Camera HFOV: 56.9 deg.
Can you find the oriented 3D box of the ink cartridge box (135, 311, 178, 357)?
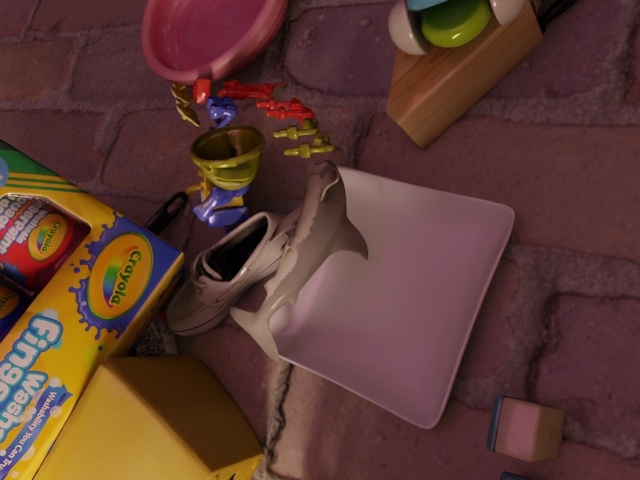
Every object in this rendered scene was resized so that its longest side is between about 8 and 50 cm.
[{"bbox_3d":[-0.270,0.135,0.948,0.029,0.063,0.115,-32,59,21],"label":"ink cartridge box"}]

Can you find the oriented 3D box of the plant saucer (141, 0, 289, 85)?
[{"bbox_3d":[-0.180,-0.423,1.068,0.333,0.084,0.331,-11,68,30],"label":"plant saucer"}]

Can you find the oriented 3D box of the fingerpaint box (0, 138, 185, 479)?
[{"bbox_3d":[-0.460,0.114,0.790,0.371,0.163,0.444,33,70,-1],"label":"fingerpaint box"}]

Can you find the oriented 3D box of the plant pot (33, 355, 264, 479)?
[{"bbox_3d":[-0.205,0.294,0.780,0.187,0.212,0.212,31,92,22],"label":"plant pot"}]

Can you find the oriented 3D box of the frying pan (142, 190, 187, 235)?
[{"bbox_3d":[-0.371,0.041,0.998,0.053,0.198,0.325,158,130,-72],"label":"frying pan"}]

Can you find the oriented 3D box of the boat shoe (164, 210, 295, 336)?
[{"bbox_3d":[-0.150,0.050,0.884,0.268,0.088,0.096,-34,59,18],"label":"boat shoe"}]

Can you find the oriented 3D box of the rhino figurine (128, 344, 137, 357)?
[{"bbox_3d":[-0.325,0.265,0.919,0.073,0.106,0.243,15,80,6],"label":"rhino figurine"}]

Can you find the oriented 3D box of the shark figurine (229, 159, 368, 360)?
[{"bbox_3d":[-0.003,0.020,0.746,0.278,0.116,0.166,-66,20,-13],"label":"shark figurine"}]

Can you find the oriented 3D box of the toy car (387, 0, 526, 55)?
[{"bbox_3d":[0.143,-0.318,0.683,0.159,0.136,0.181,-11,68,29],"label":"toy car"}]

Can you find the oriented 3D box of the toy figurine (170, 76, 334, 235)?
[{"bbox_3d":[-0.112,-0.093,0.875,0.362,0.192,0.217,-122,32,-56],"label":"toy figurine"}]

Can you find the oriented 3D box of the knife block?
[{"bbox_3d":[0.224,-0.264,0.752,0.242,0.088,0.275,2,74,34],"label":"knife block"}]

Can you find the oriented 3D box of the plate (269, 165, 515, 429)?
[{"bbox_3d":[0.080,0.059,0.762,0.278,0.045,0.277,18,83,36],"label":"plate"}]

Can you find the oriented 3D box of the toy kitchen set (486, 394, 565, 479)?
[{"bbox_3d":[0.140,0.255,0.609,0.166,0.122,0.206,6,77,34],"label":"toy kitchen set"}]
